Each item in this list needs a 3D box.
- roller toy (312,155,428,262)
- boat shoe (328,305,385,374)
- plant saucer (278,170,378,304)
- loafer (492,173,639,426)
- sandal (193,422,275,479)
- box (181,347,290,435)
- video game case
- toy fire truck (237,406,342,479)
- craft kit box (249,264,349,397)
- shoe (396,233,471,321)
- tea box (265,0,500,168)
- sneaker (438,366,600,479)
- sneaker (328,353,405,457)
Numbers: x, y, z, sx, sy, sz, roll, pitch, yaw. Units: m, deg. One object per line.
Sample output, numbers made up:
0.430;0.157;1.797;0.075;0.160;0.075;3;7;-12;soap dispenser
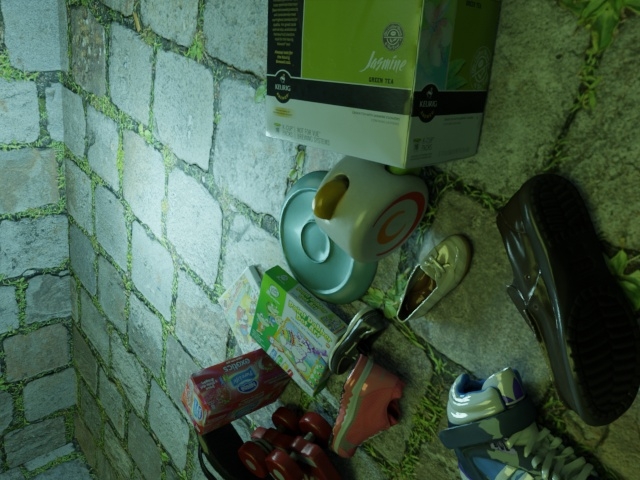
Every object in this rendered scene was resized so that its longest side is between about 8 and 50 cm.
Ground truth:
0.087;-0.067;0.951;0.146;0.209;0.191;44;162;31;roller toy
0.081;0.241;1.141;0.065;0.075;0.206;46;126;32;boat shoe
0.000;0.000;1.181;0.317;0.043;0.318;17;114;44;plant saucer
0.365;0.087;0.773;0.130;0.133;0.366;143;118;-70;loafer
-0.250;0.655;1.441;0.446;0.107;0.168;60;-174;-21;sandal
-0.227;0.400;1.381;0.123;0.256;0.128;51;132;28;box
-0.204;0.211;1.474;0.227;0.026;0.207;-44;69;45;video game case
-0.057;0.597;1.347;0.302;0.169;0.254;-11;112;49;toy fire truck
-0.061;0.227;1.268;0.249;0.061;0.247;38;130;24;craft kit box
0.209;0.079;0.965;0.076;0.058;0.219;47;132;27;shoe
0.090;-0.317;0.857;0.328;0.219;0.324;23;118;41;tea box
0.347;0.334;0.839;0.322;0.130;0.237;4;109;52;sneaker
0.105;0.398;1.136;0.136;0.116;0.314;19;127;15;sneaker
